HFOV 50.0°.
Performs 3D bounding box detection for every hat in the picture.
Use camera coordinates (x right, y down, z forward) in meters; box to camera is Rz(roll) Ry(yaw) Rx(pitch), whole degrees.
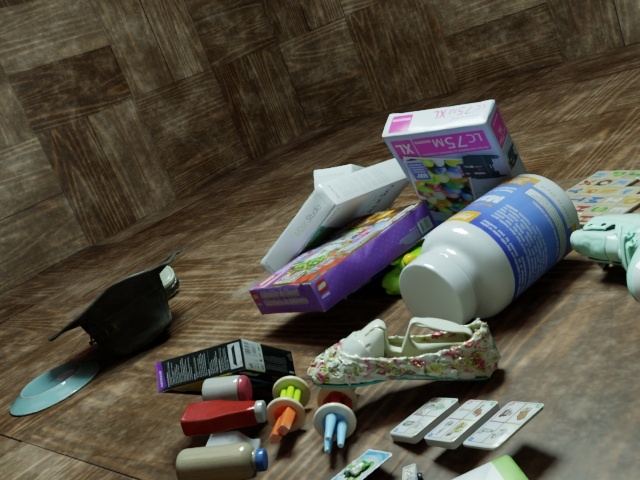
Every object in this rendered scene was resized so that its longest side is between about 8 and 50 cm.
[{"bbox_3d":[-0.394,0.158,1.435,0.331,0.134,0.331,-34,1,1],"label":"hat"}]

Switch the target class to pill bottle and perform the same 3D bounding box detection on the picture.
[{"bbox_3d":[0.245,0.020,1.010,0.272,0.152,0.152,-31,18,-32],"label":"pill bottle"}]

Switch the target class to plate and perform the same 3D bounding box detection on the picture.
[{"bbox_3d":[-0.541,0.290,1.390,0.188,0.024,0.188,-21,15,6],"label":"plate"}]

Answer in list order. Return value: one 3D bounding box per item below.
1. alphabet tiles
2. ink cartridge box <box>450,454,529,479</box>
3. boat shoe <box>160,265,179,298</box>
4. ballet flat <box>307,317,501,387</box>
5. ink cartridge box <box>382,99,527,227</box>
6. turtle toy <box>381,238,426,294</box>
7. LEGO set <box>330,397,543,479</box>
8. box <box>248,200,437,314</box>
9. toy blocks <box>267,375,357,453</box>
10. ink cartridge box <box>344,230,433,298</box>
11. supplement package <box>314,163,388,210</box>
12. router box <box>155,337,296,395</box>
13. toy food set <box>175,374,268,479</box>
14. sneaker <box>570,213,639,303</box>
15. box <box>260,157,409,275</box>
[{"bbox_3d":[0.516,-0.081,1.260,0.237,0.009,0.198,-28,17,-24],"label":"alphabet tiles"},{"bbox_3d":[0.066,0.282,0.473,0.255,0.097,0.189,-24,16,-2],"label":"ink cartridge box"},{"bbox_3d":[-0.453,0.146,1.683,0.228,0.068,0.081,-28,56,-8],"label":"boat shoe"},{"bbox_3d":[0.101,0.133,0.856,0.241,0.077,0.091,-4,17,4],"label":"ballet flat"},{"bbox_3d":[0.255,-0.099,1.173,0.186,0.311,0.065,-1,54,37],"label":"ink cartridge box"},{"bbox_3d":[0.163,0.046,1.190,0.130,0.066,0.095,-25,8,-7],"label":"turtle toy"},{"bbox_3d":[0.096,0.245,0.694,0.244,0.060,0.182,-29,5,-30],"label":"LEGO set"},{"bbox_3d":[0.040,0.032,1.217,0.293,0.057,0.201,-34,12,-33],"label":"box"},{"bbox_3d":[-0.014,0.221,0.861,0.123,0.054,0.148,-18,16,11],"label":"toy blocks"},{"bbox_3d":[0.097,0.039,1.342,0.223,0.045,0.224,-31,19,-26],"label":"ink cartridge box"},{"bbox_3d":[0.076,-0.116,1.651,0.105,0.105,0.179,-7,-6,31],"label":"supplement package"},{"bbox_3d":[-0.130,0.186,0.981,0.133,0.046,0.179,-17,-19,16],"label":"router box"},{"bbox_3d":[-0.096,0.236,0.817,0.105,0.111,0.232,-9,18,10],"label":"toy food set"},{"bbox_3d":[0.394,0.026,0.894,0.151,0.094,0.256,-2,14,37],"label":"sneaker"},{"bbox_3d":[0.045,-0.051,1.398,0.322,0.058,0.232,-23,-22,-50],"label":"box"}]
